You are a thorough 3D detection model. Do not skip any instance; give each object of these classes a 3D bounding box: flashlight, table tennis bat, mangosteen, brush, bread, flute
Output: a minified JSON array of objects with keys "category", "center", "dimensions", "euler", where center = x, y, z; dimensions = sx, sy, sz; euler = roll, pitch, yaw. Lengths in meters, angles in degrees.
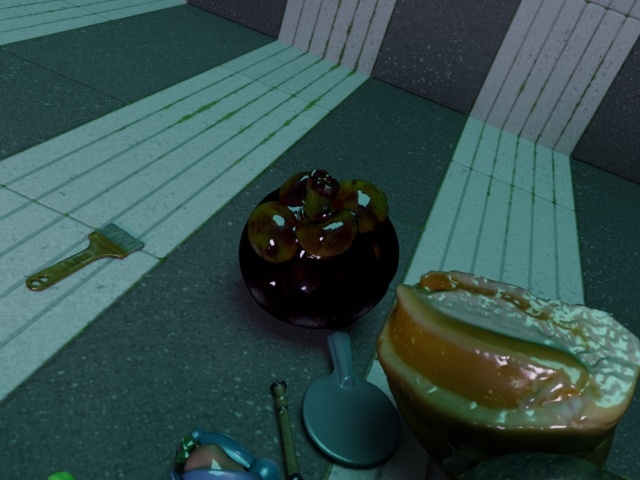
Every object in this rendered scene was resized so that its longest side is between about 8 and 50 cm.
[{"category":"flashlight","center":[-0.108,0.273,0.744],"dimensions":[0.129,0.051,0.051],"euler":[24,32,13]},{"category":"table tennis bat","center":[0.040,0.231,0.901],"dimensions":[0.149,0.038,0.237],"euler":[8,38,-15]},{"category":"mangosteen","center":[0.000,0.000,0.995],"dimensions":[0.288,0.287,0.233],"euler":[17,27,-5]},{"category":"brush","center":[-0.393,0.028,0.997],"dimensions":[0.083,0.010,0.218],"euler":[29,33,15]},{"category":"bread","center":[0.219,0.218,0.790],"dimensions":[0.301,0.341,0.210],"euler":[23,59,26]},{"category":"flute","center":[-0.040,0.280,0.789],"dimensions":[0.027,0.027,0.233],"euler":[8,34,-18]}]

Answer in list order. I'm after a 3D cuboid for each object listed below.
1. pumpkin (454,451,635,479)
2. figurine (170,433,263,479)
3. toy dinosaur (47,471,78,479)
[{"category":"pumpkin","center":[0.252,0.356,0.590],"dimensions":[0.328,0.291,0.257],"euler":[14,67,17]},{"category":"figurine","center":[-0.148,0.277,0.662],"dimensions":[0.179,0.114,0.144],"euler":[-6,50,-22]},{"category":"toy dinosaur","center":[-0.131,0.453,0.430],"dimensions":[0.500,0.144,0.374],"euler":[38,32,2]}]
